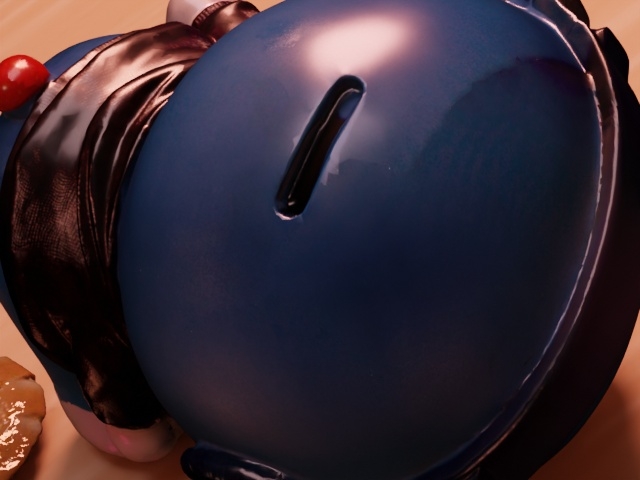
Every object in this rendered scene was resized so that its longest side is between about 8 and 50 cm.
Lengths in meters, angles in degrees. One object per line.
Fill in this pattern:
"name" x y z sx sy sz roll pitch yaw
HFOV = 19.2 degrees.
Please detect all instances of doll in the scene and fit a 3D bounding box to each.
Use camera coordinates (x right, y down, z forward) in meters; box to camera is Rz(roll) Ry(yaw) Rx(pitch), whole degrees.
"doll" 0.000 0.000 0.818 0.310 0.240 0.284 15 74 39

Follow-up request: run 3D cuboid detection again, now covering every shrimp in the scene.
"shrimp" -0.191 0.119 0.915 0.091 0.043 0.184 -1 42 21
